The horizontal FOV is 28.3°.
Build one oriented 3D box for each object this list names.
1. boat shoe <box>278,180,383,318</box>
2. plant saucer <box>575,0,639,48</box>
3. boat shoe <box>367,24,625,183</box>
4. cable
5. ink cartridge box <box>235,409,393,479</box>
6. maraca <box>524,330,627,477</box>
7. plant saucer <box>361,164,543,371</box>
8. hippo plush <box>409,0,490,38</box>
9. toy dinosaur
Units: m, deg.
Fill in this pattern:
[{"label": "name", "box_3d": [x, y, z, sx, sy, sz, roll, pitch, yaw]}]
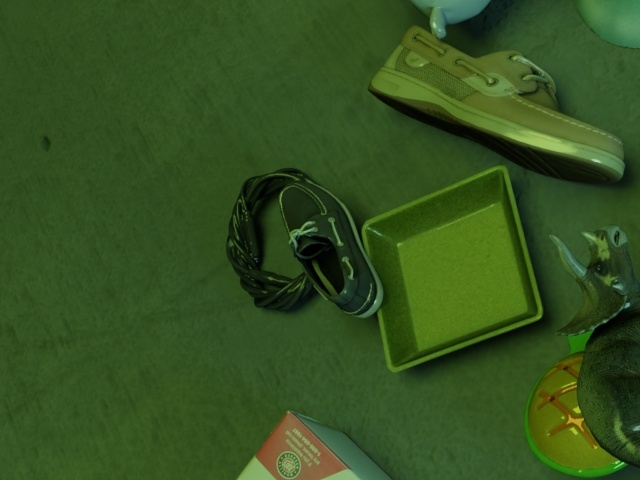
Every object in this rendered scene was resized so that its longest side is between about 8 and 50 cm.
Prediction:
[{"label": "boat shoe", "box_3d": [0.000, 0.000, 1.443, 0.075, 0.065, 0.206, -46, 53, 19]}, {"label": "plant saucer", "box_3d": [0.364, -0.306, 1.391, 0.195, 0.037, 0.195, -13, 66, 30]}, {"label": "boat shoe", "box_3d": [0.197, -0.159, 1.392, 0.341, 0.122, 0.110, 28, 90, 39]}, {"label": "cable", "box_3d": [-0.049, -0.004, 1.551, 0.150, 0.047, 0.184, -43, 58, 19]}, {"label": "ink cartridge box", "box_3d": [-0.029, 0.358, 1.346, 0.207, 0.117, 0.283, 40, 95, 37]}, {"label": "maraca", "box_3d": [0.272, 0.152, 1.242, 0.127, 0.099, 0.185, 14, 55, 25]}, {"label": "plant saucer", "box_3d": [0.149, 0.036, 1.397, 0.188, 0.045, 0.188, -23, 61, 25]}, {"label": "hippo plush", "box_3d": [0.161, -0.374, 1.426, 0.294, 0.236, 0.234, 24, 46, 2]}, {"label": "toy dinosaur", "box_3d": [0.291, 0.138, 1.136, 0.160, 0.121, 0.313, 1, 52, 1]}]
